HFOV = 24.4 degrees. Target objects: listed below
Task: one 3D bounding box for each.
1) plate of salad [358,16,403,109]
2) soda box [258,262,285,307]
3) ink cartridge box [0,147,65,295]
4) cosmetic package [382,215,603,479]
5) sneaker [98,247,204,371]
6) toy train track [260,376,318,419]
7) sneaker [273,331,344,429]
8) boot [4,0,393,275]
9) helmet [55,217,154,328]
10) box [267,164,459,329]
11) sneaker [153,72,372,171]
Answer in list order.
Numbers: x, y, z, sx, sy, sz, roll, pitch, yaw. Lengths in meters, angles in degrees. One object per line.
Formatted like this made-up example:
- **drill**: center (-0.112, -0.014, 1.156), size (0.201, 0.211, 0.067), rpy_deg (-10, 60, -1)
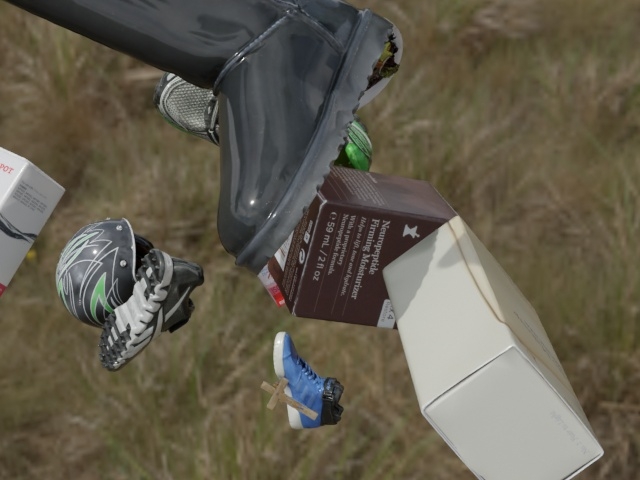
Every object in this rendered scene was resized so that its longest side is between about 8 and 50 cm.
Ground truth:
- **plate of salad**: center (0.028, -0.223, 2.009), size (0.200, 0.200, 0.048), rpy_deg (-17, 54, -21)
- **soda box**: center (0.000, 0.000, 2.259), size (0.092, 0.083, 0.263), rpy_deg (-29, 8, 34)
- **ink cartridge box**: center (-0.538, -0.025, 2.341), size (0.172, 0.100, 0.237), rpy_deg (22, 78, 43)
- **cosmetic package**: center (0.165, 0.116, 1.499), size (0.113, 0.160, 0.309), rpy_deg (-37, 23, 10)
- **sneaker**: center (-0.237, 0.109, 2.121), size (0.106, 0.234, 0.078), rpy_deg (8, 40, -34)
- **toy train track**: center (-0.040, 0.208, 1.935), size (0.083, 0.048, 0.014), rpy_deg (31, 15, 7)
- **sneaker**: center (-0.011, 0.190, 2.034), size (0.085, 0.152, 0.058), rpy_deg (-6, 22, 15)
- **boot**: center (-0.181, -0.202, 1.472), size (0.445, 0.146, 0.367), rpy_deg (30, 46, -9)
- **helmet**: center (-0.323, 0.051, 2.254), size (0.169, 0.161, 0.169), rpy_deg (-23, 50, 31)
- **box**: center (0.057, 0.007, 1.978), size (0.203, 0.168, 0.167), rpy_deg (9, 19, -18)
- **sneaker**: center (-0.076, -0.173, 2.156), size (0.343, 0.134, 0.146), rpy_deg (16, 19, -13)
